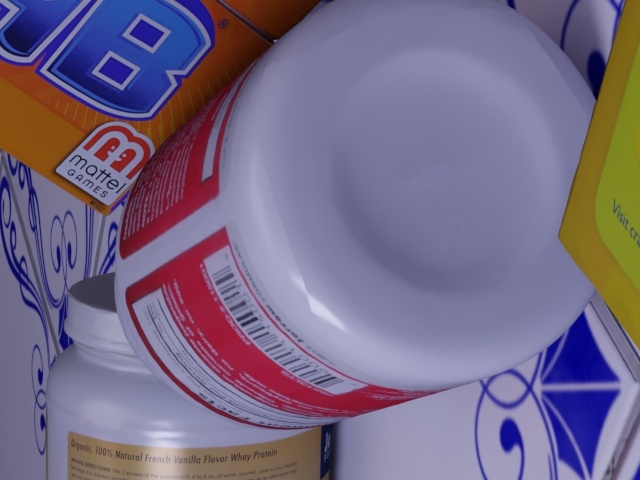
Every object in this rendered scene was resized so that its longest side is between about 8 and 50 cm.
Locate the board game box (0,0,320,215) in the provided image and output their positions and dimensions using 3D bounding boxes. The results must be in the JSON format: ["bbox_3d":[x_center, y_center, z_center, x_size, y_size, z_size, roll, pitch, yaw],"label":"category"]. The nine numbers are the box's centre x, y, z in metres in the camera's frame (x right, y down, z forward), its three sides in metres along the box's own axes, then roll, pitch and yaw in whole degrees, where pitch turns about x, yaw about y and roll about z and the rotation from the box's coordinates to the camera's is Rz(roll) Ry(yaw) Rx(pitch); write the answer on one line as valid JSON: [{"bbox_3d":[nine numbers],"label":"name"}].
[{"bbox_3d":[-0.196,-0.314,1.345,0.356,0.356,0.356,-44,39,14],"label":"board game box"}]

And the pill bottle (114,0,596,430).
[{"bbox_3d":[0.000,0.000,1.228,0.407,0.229,0.229,152,114,-67],"label":"pill bottle"}]

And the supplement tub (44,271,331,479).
[{"bbox_3d":[-0.105,0.193,1.529,0.228,0.228,0.316,-152,62,-66],"label":"supplement tub"}]

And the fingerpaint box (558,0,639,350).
[{"bbox_3d":[0.271,-0.030,0.592,0.445,0.163,0.371,-119,33,-51],"label":"fingerpaint box"}]
